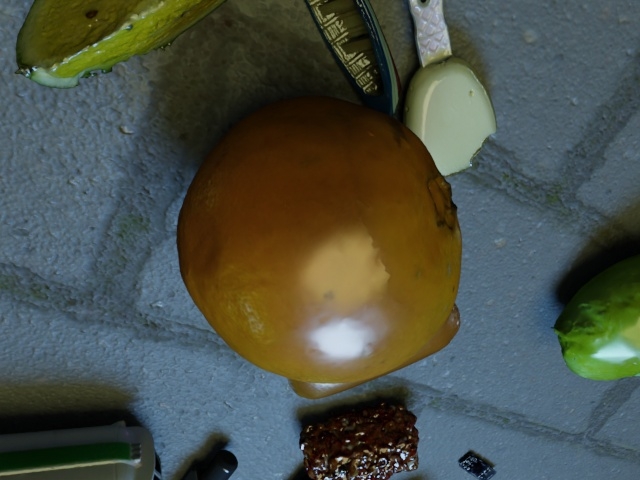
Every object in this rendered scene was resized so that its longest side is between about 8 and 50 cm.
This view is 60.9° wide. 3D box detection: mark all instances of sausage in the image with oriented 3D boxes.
[{"bbox_3d":[0.077,0.153,0.811,0.274,0.105,0.105,-21,121,-5],"label":"sausage"}]

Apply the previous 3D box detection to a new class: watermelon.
[{"bbox_3d":[-0.152,-0.245,0.513,0.301,0.129,0.123,-34,124,-3],"label":"watermelon"}]

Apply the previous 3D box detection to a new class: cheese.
[{"bbox_3d":[0.149,-0.201,0.671,0.127,0.050,0.255,-20,121,-5],"label":"cheese"}]

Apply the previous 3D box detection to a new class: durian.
[{"bbox_3d":[0.554,0.128,0.882,0.339,0.204,0.256,1,129,-20],"label":"durian"}]

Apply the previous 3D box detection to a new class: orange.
[{"bbox_3d":[0.000,0.000,0.591,0.312,0.312,0.312,-7,119,-13],"label":"orange"}]

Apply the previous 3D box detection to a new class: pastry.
[{"bbox_3d":[0.068,0.342,0.908,0.208,0.115,0.097,-9,131,-14],"label":"pastry"}]

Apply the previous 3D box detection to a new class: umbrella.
[{"bbox_3d":[-0.239,0.476,0.906,0.067,0.073,0.337,20,110,-45],"label":"umbrella"}]

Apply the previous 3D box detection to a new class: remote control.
[{"bbox_3d":[0.314,0.454,1.091,0.039,0.014,0.096,-45,119,10],"label":"remote control"}]

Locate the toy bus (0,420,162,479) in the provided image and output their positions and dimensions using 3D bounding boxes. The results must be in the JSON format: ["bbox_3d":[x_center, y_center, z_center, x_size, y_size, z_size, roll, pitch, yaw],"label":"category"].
[{"bbox_3d":[-0.370,0.350,0.748,0.305,0.143,0.179,2,123,-19],"label":"toy bus"}]

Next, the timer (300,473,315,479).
[{"bbox_3d":[-0.023,0.507,0.997,0.144,0.055,0.187,28,102,-37],"label":"timer"}]

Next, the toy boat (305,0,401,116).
[{"bbox_3d":[0.038,-0.237,0.615,0.046,0.080,0.229,-53,125,-26],"label":"toy boat"}]
